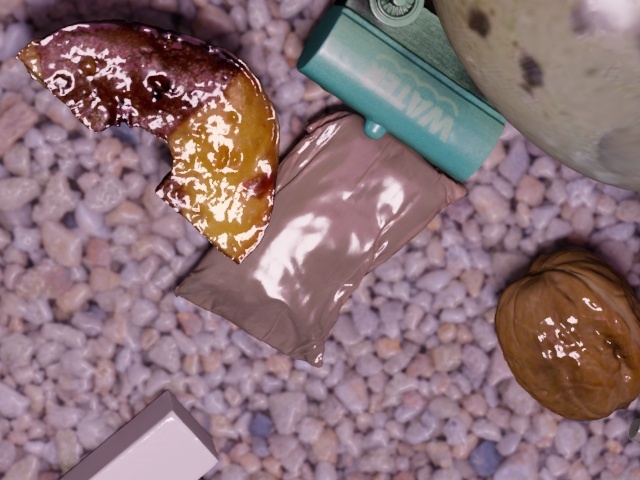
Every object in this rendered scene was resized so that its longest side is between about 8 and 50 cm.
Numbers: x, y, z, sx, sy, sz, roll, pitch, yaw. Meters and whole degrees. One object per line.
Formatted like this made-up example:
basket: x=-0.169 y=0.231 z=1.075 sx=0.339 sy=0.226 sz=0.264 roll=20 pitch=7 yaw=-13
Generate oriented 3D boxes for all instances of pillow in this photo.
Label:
pillow: x=0.000 y=0.000 z=1.918 sx=0.173 sy=0.067 sz=0.270 roll=38 pitch=95 yaw=-9

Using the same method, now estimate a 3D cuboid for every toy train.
toy train: x=0.092 y=-0.168 z=1.868 sx=0.248 sy=0.101 sz=0.159 roll=34 pitch=88 yaw=-16

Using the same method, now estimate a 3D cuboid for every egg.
egg: x=0.279 y=-0.244 z=1.710 sx=0.345 sy=0.345 sz=0.428 roll=-33 pitch=108 yaw=0

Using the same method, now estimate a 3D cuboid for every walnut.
walnut: x=0.267 y=0.102 z=1.942 sx=0.155 sy=0.155 sz=0.184 roll=-35 pitch=108 yaw=0

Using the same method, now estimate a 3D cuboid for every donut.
donut: x=-0.143 y=-0.135 z=1.843 sx=0.295 sy=0.112 sz=0.151 roll=42 pitch=91 yaw=-17

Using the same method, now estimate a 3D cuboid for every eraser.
eraser: x=-0.245 y=0.284 z=1.940 sx=0.298 sy=0.078 sz=0.076 roll=-39 pitch=105 yaw=1

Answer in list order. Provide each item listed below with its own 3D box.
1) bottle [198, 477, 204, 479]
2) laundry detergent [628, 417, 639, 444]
bottle: x=-0.109 y=0.305 z=1.979 sx=0.053 sy=0.053 sz=0.140 roll=-39 pitch=106 yaw=2
laundry detergent: x=0.449 y=0.242 z=2.032 sx=0.253 sy=0.091 sz=0.181 roll=23 pitch=97 yaw=-13
